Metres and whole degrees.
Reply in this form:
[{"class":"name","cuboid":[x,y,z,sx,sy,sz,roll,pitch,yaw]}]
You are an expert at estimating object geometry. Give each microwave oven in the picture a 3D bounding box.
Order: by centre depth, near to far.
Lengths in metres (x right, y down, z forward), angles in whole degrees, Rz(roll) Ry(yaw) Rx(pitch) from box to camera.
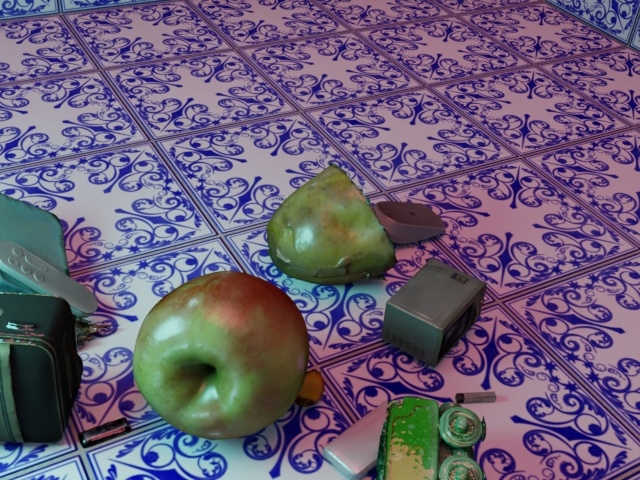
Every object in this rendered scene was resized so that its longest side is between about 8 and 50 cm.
[{"class":"microwave oven","cuboid":[0.249,0.160,1.765,0.163,0.129,0.205,26,42,27]}]

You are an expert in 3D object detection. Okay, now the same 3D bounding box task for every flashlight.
[{"class":"flashlight","cuboid":[0.321,0.324,1.650,0.083,0.018,0.018,-1,40,-8]}]

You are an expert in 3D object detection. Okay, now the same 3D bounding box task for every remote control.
[{"class":"remote control","cuboid":[-0.409,0.361,1.511,0.096,0.014,0.039,-15,42,-26]},{"class":"remote control","cuboid":[-0.567,0.080,1.649,0.245,0.022,0.077,38,28,-26]}]

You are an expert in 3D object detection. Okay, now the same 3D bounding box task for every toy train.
[{"class":"toy train","cuboid":[0.196,0.398,1.432,0.188,0.132,0.243,8,45,4]}]

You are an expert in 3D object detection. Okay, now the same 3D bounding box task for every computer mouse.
[{"class":"computer mouse","cuboid":[0.216,-0.045,2.075,0.231,0.079,0.128,1,38,-32]}]

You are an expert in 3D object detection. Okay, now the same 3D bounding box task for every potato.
[{"class":"potato","cuboid":[0.000,0.000,1.876,0.237,0.301,0.289,-29,12,-10]}]

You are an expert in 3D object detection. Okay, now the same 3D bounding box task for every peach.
[{"class":"peach","cuboid":[-0.033,0.297,1.612,0.077,0.050,0.083,22,44,-17]}]

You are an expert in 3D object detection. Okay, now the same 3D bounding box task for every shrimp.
[{"class":"shrimp","cuboid":[-0.539,0.184,1.678,0.233,0.079,0.090,-1,26,-23]}]

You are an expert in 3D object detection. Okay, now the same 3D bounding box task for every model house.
[{"class":"model house","cuboid":[-0.717,0.073,1.734,0.230,0.249,0.280,26,33,-44]}]

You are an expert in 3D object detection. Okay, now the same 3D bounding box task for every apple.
[{"class":"apple","cuboid":[-0.178,0.207,1.507,0.319,0.319,0.277,9,20,4]}]

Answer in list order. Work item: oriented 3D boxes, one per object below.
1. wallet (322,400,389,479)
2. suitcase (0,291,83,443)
[{"class":"wallet","cuboid":[0.099,0.382,1.535,0.190,0.033,0.095,-26,50,-34]},{"class":"suitcase","cuboid":[-0.652,0.224,1.442,0.434,0.283,0.194,3,34,-5]}]
